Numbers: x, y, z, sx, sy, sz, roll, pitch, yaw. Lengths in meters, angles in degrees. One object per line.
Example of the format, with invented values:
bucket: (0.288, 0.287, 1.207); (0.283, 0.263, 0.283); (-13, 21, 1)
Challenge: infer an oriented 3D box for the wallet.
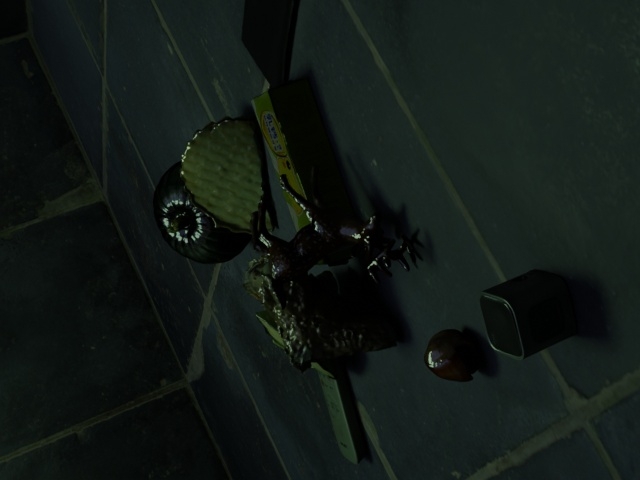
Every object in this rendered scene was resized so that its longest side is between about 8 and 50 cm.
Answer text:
wallet: (-0.089, -0.392, 1.745); (0.146, 0.030, 0.285); (56, 155, 24)

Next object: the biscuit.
biscuit: (-0.198, -0.133, 2.107); (0.036, 0.187, 0.273); (-72, -20, -56)

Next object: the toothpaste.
toothpaste: (-0.021, -0.114, 1.777); (0.327, 0.077, 0.110); (71, 162, -5)

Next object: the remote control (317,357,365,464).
remote control: (0.035, 0.316, 2.114); (0.090, 0.038, 0.309); (19, 127, 64)

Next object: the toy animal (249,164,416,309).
toy animal: (0.012, 0.000, 1.645); (0.243, 0.087, 0.260); (-44, 65, 25)

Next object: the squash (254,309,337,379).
squash: (-0.022, 0.189, 2.007); (0.184, 0.085, 0.192); (33, 169, 18)

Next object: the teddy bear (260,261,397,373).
teddy bear: (-0.006, 0.134, 1.826); (0.267, 0.156, 0.256); (32, -171, -5)

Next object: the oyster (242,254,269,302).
oyster: (-0.126, 0.087, 2.280); (0.105, 0.056, 0.177); (38, 146, 35)

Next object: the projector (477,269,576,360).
projector: (0.253, 0.091, 1.258); (0.083, 0.082, 0.083); (17, 126, 65)

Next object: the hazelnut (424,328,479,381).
hazelnut: (0.196, 0.172, 1.511); (0.086, 0.086, 0.086); (52, 154, 39)

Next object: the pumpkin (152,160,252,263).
pumpkin: (-0.264, -0.061, 2.273); (0.250, 0.216, 0.249); (14, 120, 27)
